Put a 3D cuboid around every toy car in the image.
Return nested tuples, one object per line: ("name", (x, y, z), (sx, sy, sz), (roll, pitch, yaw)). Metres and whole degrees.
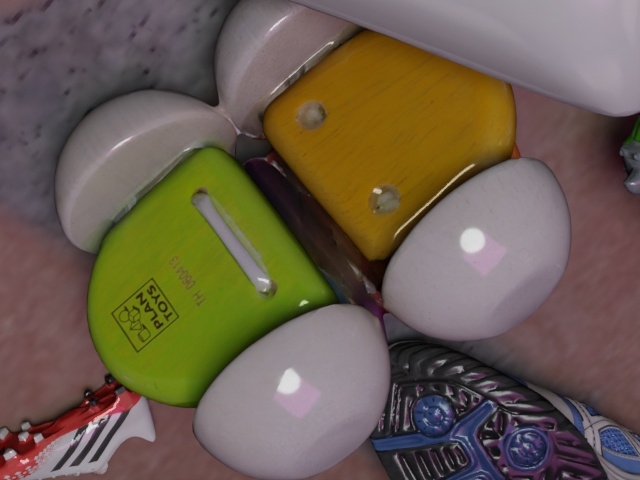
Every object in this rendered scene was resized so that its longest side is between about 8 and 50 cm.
("toy car", (0.000, 0.000, 0.532), (0.182, 0.159, 0.136), (-38, 156, -1))

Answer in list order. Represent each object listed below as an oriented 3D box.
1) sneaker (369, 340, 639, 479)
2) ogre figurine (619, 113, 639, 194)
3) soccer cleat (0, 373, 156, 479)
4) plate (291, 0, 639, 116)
("sneaker", (0.107, 0.113, 0.645), (0.211, 0.081, 0.080), (34, 100, -10))
("ogre figurine", (0.190, -0.078, 0.578), (0.118, 0.097, 0.197), (13, 119, -36))
("soccer cleat", (-0.109, 0.089, 0.581), (0.083, 0.029, 0.036), (-29, 115, -11))
("plate", (0.010, -0.204, 0.405), (0.277, 0.045, 0.278), (21, 107, 10))
